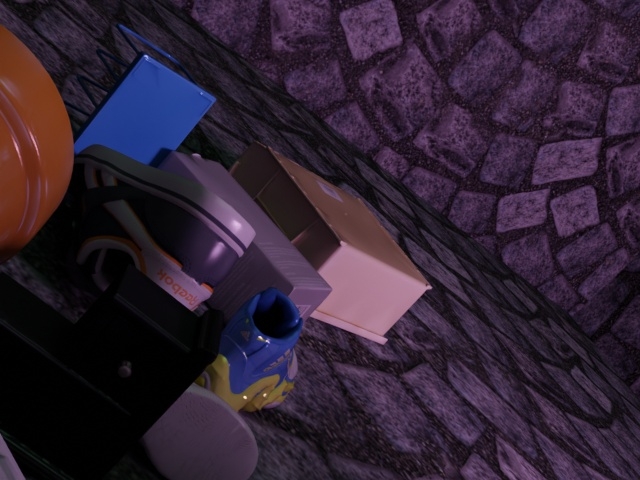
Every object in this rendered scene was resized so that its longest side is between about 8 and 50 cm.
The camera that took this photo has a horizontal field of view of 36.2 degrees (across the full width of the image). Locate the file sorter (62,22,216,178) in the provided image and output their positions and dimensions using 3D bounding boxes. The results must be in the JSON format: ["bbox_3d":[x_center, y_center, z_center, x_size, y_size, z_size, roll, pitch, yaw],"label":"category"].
[{"bbox_3d":[-0.237,-0.153,1.164,0.118,0.170,0.104,28,18,-48],"label":"file sorter"}]

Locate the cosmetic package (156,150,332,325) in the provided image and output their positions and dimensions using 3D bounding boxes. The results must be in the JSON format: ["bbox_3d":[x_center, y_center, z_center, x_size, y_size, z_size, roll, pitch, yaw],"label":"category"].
[{"bbox_3d":[-0.110,0.008,1.187,0.238,0.107,0.127,45,14,20],"label":"cosmetic package"}]

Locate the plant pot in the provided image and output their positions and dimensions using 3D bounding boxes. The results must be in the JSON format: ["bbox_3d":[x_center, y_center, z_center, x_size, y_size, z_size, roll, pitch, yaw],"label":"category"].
[{"bbox_3d":[-0.293,-0.036,0.642,0.205,0.205,0.188,40,30,-15],"label":"plant pot"}]

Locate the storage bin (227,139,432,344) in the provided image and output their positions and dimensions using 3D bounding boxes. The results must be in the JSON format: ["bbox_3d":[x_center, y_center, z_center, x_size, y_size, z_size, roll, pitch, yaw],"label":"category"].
[{"bbox_3d":[0.000,0.000,1.478,0.262,0.123,0.260,26,22,-51],"label":"storage bin"}]

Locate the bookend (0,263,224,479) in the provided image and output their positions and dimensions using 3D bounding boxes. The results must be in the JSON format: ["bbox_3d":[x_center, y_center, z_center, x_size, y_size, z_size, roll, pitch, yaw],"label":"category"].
[{"bbox_3d":[-0.177,0.072,0.678,0.156,0.157,0.072,41,13,-14],"label":"bookend"}]

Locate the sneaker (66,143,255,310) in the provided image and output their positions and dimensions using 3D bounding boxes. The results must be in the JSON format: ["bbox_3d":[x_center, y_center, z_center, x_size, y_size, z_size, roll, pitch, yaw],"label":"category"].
[{"bbox_3d":[-0.196,-0.010,0.984,0.126,0.127,0.321,42,-12,-31],"label":"sneaker"}]

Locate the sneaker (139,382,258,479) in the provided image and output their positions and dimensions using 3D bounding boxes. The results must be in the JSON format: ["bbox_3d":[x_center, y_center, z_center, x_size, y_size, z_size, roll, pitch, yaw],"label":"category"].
[{"bbox_3d":[-0.142,0.126,0.808,0.212,0.080,0.094,37,3,-19],"label":"sneaker"}]

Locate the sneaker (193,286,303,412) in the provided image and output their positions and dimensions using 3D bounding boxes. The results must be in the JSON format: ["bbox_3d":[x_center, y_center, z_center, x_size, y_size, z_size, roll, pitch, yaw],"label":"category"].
[{"bbox_3d":[-0.050,0.108,0.994,0.091,0.126,0.240,45,14,8],"label":"sneaker"}]

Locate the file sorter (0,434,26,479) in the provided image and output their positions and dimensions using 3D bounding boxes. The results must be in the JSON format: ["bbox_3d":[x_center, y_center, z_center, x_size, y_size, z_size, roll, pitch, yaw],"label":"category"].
[{"bbox_3d":[-0.274,0.089,0.315,0.193,0.173,0.278,51,16,24],"label":"file sorter"}]
